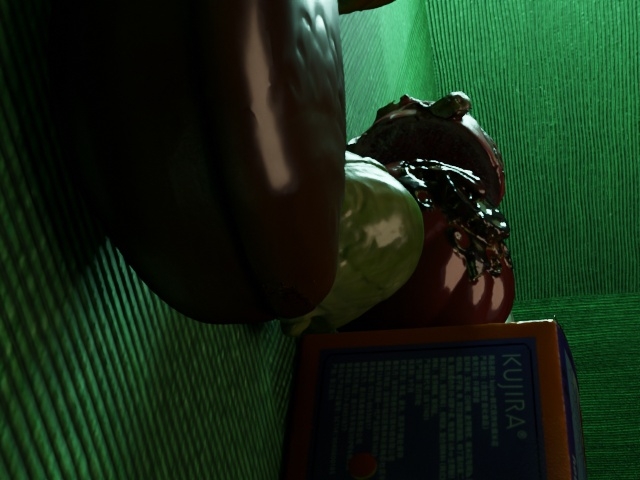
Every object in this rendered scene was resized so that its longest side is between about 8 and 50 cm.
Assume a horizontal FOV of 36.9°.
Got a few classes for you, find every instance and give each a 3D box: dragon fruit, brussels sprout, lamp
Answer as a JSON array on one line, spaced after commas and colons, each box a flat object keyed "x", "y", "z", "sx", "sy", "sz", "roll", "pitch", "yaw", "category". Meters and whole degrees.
[{"x": 0.125, "y": -0.067, "z": 1.213, "sx": 0.147, "sy": 0.211, "sz": 0.282, "roll": -50, "pitch": 161, "yaw": -64, "category": "dragon fruit"}, {"x": 0.007, "y": -0.004, "z": 0.766, "sx": 0.131, "sy": 0.145, "sz": 0.183, "roll": 61, "pitch": -2, "yaw": 21, "category": "brussels sprout"}, {"x": 0.100, "y": 0.020, "z": 0.985, "sx": 0.227, "sy": 0.227, "sz": 0.227, "roll": -5, "pitch": 90, "yaw": -78, "category": "lamp"}]

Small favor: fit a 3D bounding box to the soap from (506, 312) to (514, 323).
[{"x": 0.141, "y": 0.184, "z": 1.143, "sx": 0.182, "sy": 0.199, "sz": 0.138, "roll": -73, "pitch": 158, "yaw": -58, "category": "soap"}]

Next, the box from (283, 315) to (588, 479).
[{"x": 0.119, "y": 0.302, "z": 0.863, "sx": 0.348, "sy": 0.257, "sz": 0.318, "roll": -83, "pitch": 161, "yaw": -44, "category": "box"}]

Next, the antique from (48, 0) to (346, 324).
[{"x": -0.055, "y": -0.096, "z": 0.516, "sx": 0.223, "sy": 0.129, "sz": 0.278, "roll": 37, "pitch": 49, "yaw": -73, "category": "antique"}]

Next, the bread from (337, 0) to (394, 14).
[{"x": -0.012, "y": -0.356, "z": 0.798, "sx": 0.328, "sy": 0.148, "sz": 0.337, "roll": -50, "pitch": 136, "yaw": -67, "category": "bread"}]
